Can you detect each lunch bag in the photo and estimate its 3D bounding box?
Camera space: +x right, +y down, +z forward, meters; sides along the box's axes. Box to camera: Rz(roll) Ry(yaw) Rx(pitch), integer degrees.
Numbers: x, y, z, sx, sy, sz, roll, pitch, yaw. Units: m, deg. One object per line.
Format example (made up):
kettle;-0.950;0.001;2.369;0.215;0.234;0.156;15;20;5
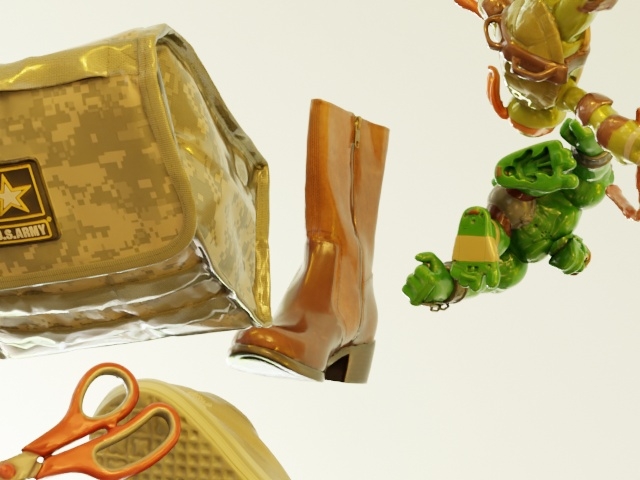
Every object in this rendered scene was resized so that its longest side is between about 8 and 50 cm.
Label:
lunch bag;-0.180;-0.036;1.405;0.235;0.169;0.287;-8;-27;14

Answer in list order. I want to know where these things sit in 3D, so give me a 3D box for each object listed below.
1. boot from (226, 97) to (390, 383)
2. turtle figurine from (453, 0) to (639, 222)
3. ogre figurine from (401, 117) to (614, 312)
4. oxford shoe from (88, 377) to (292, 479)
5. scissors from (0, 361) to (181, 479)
boot;0.000;0.000;1.986;0.096;0.280;0.264;6;-2;32
turtle figurine;0.153;-0.153;1.370;0.269;0.087;0.217;-120;-152;-42
ogre figurine;0.159;-0.019;1.524;0.097;0.197;0.118;30;7;27
oxford shoe;-0.050;0.311;1.935;0.449;0.169;0.130;51;12;2
scissors;-0.260;0.209;1.792;0.109;0.297;0.021;53;-30;10
